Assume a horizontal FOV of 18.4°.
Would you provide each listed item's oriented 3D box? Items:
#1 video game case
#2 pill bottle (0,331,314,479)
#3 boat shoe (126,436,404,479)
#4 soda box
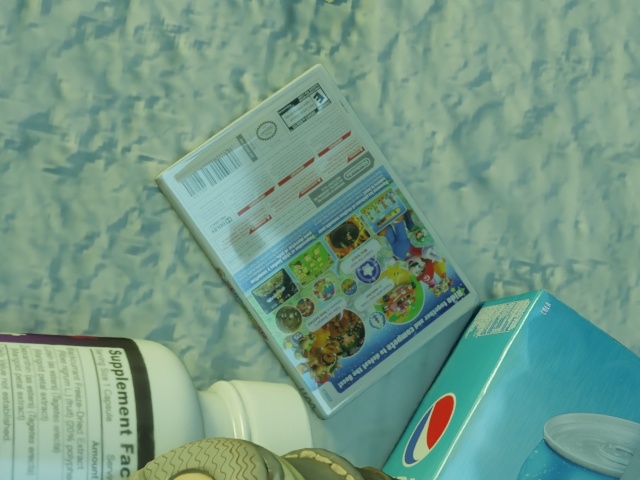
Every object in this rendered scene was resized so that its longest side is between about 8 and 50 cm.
[{"bbox_3d":[0.000,0.000,0.817,0.087,0.011,0.122,-36,96,-20],"label":"video game case"},{"bbox_3d":[-0.105,0.087,0.720,0.193,0.108,0.108,5,82,-19],"label":"pill bottle"},{"bbox_3d":[-0.008,0.244,0.660,0.130,0.132,0.355,3,97,-36],"label":"boat shoe"},{"bbox_3d":[0.054,0.126,0.791,0.071,0.067,0.210,35,75,-12],"label":"soda box"}]
